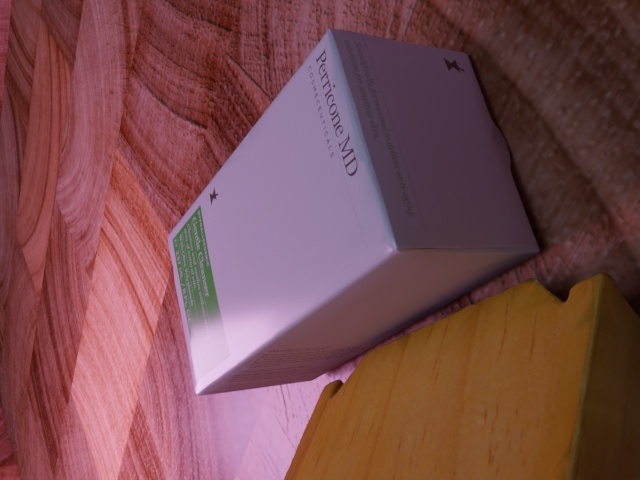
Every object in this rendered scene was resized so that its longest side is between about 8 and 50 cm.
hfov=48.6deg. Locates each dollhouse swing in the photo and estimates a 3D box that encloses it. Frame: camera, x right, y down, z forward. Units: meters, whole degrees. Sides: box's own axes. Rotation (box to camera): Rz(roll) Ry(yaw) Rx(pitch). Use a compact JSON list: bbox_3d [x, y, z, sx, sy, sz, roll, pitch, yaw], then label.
[{"bbox_3d":[0.160,0.265,0.537,0.347,0.305,0.315,-38,20,50],"label":"dollhouse swing"}]

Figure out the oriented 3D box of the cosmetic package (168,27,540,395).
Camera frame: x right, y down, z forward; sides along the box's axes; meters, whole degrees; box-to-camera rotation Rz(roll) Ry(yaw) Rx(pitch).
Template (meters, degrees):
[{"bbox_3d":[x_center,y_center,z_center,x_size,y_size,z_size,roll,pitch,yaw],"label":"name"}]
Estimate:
[{"bbox_3d":[0.000,0.000,0.669,0.365,0.155,0.196,-43,55,49],"label":"cosmetic package"}]
